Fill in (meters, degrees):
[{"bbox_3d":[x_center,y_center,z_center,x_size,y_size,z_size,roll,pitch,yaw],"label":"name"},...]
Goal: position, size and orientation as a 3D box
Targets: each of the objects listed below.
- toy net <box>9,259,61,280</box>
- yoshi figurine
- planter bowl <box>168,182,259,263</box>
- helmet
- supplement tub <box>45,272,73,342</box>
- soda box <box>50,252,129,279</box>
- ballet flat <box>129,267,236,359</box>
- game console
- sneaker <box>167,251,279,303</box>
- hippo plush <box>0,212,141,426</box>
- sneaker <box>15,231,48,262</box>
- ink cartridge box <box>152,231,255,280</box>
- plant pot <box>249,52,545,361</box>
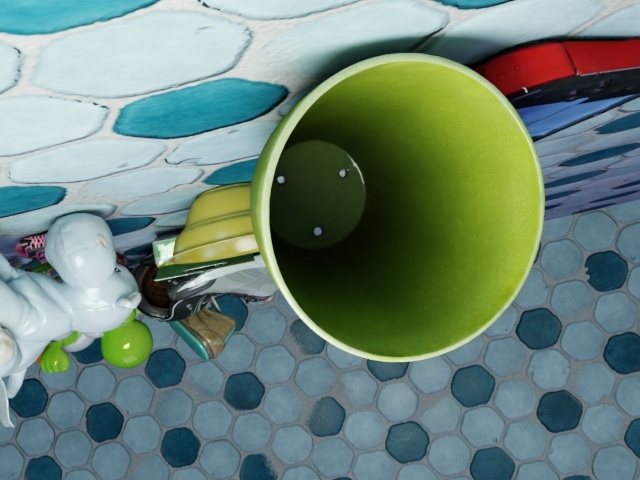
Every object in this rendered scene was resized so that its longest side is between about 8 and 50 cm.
[{"bbox_3d":[-0.491,0.061,1.357,0.232,0.045,0.122,-13,-161,32],"label":"toy net"},{"bbox_3d":[-0.502,0.217,1.784,0.362,0.203,0.203,-16,141,38],"label":"yoshi figurine"},{"bbox_3d":[-0.128,-0.032,1.216,0.217,0.090,0.217,-13,175,-1],"label":"planter bowl"},{"bbox_3d":[-0.295,0.085,1.625,0.169,0.169,0.161,-6,157,-45],"label":"helmet"},{"bbox_3d":[-0.615,0.150,1.644,0.200,0.144,0.144,-13,174,8],"label":"supplement tub"},{"bbox_3d":[-0.431,0.067,1.538,0.092,0.083,0.263,-12,173,-3],"label":"soda box"},{"bbox_3d":[-0.311,0.130,1.760,0.342,0.116,0.124,29,-124,32],"label":"ballet flat"},{"bbox_3d":[0.243,-0.153,1.014,0.342,0.060,0.387,-8,173,-32],"label":"game console"},{"bbox_3d":[-0.144,0.073,1.470,0.272,0.107,0.100,-14,-169,-28],"label":"sneaker"},{"bbox_3d":[-0.369,0.090,1.110,0.237,0.294,0.234,-19,-163,-13],"label":"hippo plush"},{"bbox_3d":[-0.423,0.007,1.228,0.057,0.047,0.119,9,159,-43],"label":"sneaker"},{"bbox_3d":[-0.204,0.013,1.405,0.171,0.056,0.235,-11,-174,-6],"label":"ink cartridge box"},{"bbox_3d":[0.035,-0.044,0.854,0.275,0.274,0.293,-11,-170,-17],"label":"plant pot"}]
